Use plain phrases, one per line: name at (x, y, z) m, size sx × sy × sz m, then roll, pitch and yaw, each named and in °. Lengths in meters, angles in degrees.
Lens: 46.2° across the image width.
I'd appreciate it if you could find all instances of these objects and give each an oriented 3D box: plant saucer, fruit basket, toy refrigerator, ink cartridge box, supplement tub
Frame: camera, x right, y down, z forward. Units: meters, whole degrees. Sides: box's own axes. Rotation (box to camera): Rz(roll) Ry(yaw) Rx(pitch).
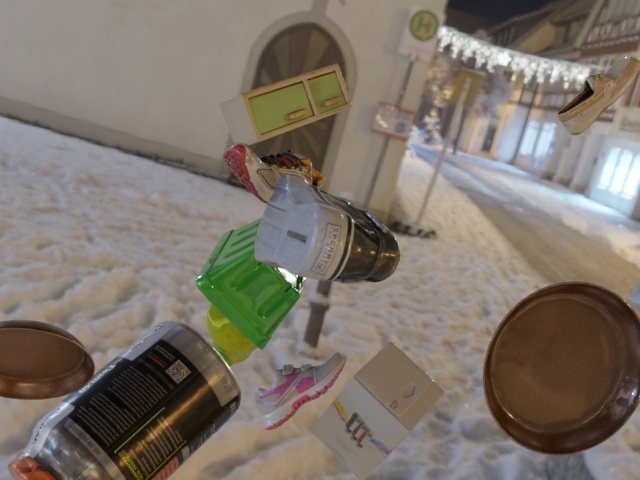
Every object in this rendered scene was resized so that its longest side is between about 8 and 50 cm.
plant saucer at (-0.367, 0.146, 0.936) m, size 0.168 × 0.168 × 0.029 m, roll 11°, pitch 47°, yaw -20°
fruit basket at (-0.208, 0.149, 1.980) m, size 0.283 × 0.392 × 0.392 m, roll 47°, pitch 6°, yaw -12°
plant saucer at (0.423, 0.220, 1.315) m, size 0.310 × 0.311 × 0.050 m, roll 12°, pitch 6°, yaw -12°
toy refrigerator at (-0.065, -0.284, 1.568) m, size 0.269 × 0.102 × 0.094 m, roll -26°, pitch 12°, yaw -37°
ink cartridge box at (0.095, 0.286, 1.264) m, size 0.127 × 0.176 × 0.128 m, roll 43°, pitch 40°, yaw 12°
supplement tub at (-0.289, 0.283, 1.128) m, size 0.193 × 0.194 × 0.316 m, roll 23°, pitch 48°, yaw 34°

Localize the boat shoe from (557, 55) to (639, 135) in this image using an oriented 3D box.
boat shoe at (0.491, -0.266, 1.330) m, size 0.059 × 0.170 × 0.063 m, roll 39°, pitch 8°, yaw -15°

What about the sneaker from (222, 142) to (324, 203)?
sneaker at (-0.069, -0.108, 1.150) m, size 0.088 × 0.093 × 0.225 m, roll 46°, pitch 9°, yaw 25°

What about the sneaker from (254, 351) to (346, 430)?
sneaker at (-0.052, 0.332, 1.768) m, size 0.111 × 0.252 × 0.103 m, roll 53°, pitch -14°, yaw 15°

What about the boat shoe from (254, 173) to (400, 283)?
boat shoe at (0.000, 0.000, 0.928) m, size 0.119 × 0.121 × 0.335 m, roll 20°, pitch 7°, yaw -17°

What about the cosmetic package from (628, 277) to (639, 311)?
cosmetic package at (0.889, 0.057, 1.436) m, size 0.329 × 0.394 × 0.327 m, roll 37°, pitch -13°, yaw -18°
